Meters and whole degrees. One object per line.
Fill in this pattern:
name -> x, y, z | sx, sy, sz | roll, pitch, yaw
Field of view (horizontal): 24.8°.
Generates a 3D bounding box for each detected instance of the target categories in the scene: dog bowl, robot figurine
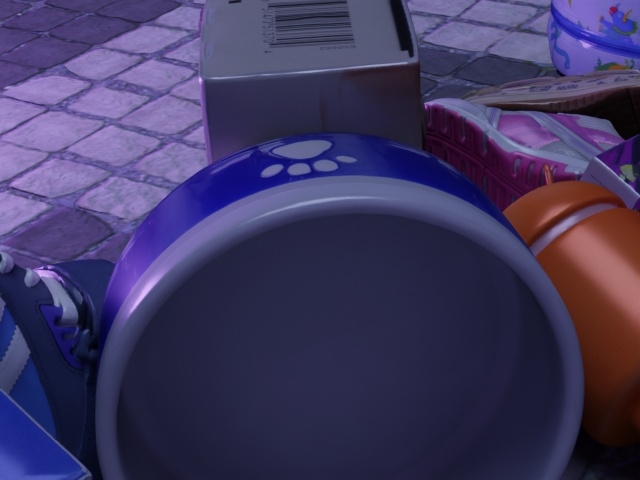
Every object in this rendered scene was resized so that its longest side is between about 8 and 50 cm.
dog bowl -> 0.007, 0.077, 0.818 | 0.265, 0.265, 0.104 | -7, 26, -6
robot figurine -> 0.189, 0.046, 0.962 | 0.128, 0.158, 0.219 | -20, 53, -30

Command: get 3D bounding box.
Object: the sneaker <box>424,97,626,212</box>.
sneaker -> 0.189, -0.059, 1.237 | 0.252, 0.103, 0.111 | 28, 39, 32

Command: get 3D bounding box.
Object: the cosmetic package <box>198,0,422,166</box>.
cosmetic package -> 0.000, 0.000, 0.930 | 0.129, 0.296, 0.153 | -4, 30, -1

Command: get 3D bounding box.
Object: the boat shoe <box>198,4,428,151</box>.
boat shoe -> 0.015, -0.086, 1.099 | 0.132, 0.130, 0.355 | -14, -17, 17

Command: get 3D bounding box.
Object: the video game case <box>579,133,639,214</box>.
video game case -> 0.347, -0.023, 1.116 | 0.232, 0.042, 0.210 | -25, 59, -34

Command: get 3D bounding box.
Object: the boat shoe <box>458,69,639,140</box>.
boat shoe -> 0.253, -0.111, 1.308 | 0.285, 0.105, 0.089 | 3, 32, 14

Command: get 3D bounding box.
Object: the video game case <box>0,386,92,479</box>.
video game case -> -0.219, 0.119, 0.714 | 0.269, 0.244, 0.061 | 37, 52, 26

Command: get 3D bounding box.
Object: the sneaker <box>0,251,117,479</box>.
sneaker -> -0.195, 0.030, 0.877 | 0.236, 0.323, 0.130 | -34, 22, -34

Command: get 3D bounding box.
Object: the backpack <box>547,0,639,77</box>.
backpack -> 0.395, -0.225, 1.385 | 0.355, 0.273, 0.290 | -5, 30, 18
